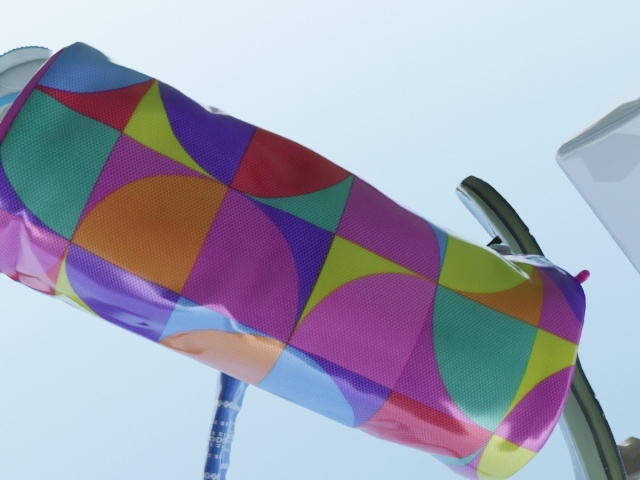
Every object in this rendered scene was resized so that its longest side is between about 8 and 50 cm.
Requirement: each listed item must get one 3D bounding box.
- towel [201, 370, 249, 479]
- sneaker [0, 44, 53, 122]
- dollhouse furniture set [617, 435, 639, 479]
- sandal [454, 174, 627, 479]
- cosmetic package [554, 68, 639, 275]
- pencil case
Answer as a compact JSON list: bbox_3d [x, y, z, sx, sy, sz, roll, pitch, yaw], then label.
[{"bbox_3d":[-0.118,0.302,1.054,0.040,0.336,0.243,9,169,-3],"label":"towel"},{"bbox_3d":[-0.403,-0.145,1.153,0.228,0.092,0.087,-28,169,30],"label":"sneaker"},{"bbox_3d":[0.440,0.351,0.990,0.362,0.256,0.394,-34,-176,-6],"label":"dollhouse furniture set"},{"bbox_3d":[0.161,0.084,0.764,0.086,0.120,0.303,-20,-108,10],"label":"sandal"},{"bbox_3d":[0.387,0.050,0.587,0.161,0.453,0.230,-40,-174,-36],"label":"cosmetic package"},{"bbox_3d":[-0.013,0.010,0.371,0.236,0.104,0.104,24,-146,-10],"label":"pencil case"}]
